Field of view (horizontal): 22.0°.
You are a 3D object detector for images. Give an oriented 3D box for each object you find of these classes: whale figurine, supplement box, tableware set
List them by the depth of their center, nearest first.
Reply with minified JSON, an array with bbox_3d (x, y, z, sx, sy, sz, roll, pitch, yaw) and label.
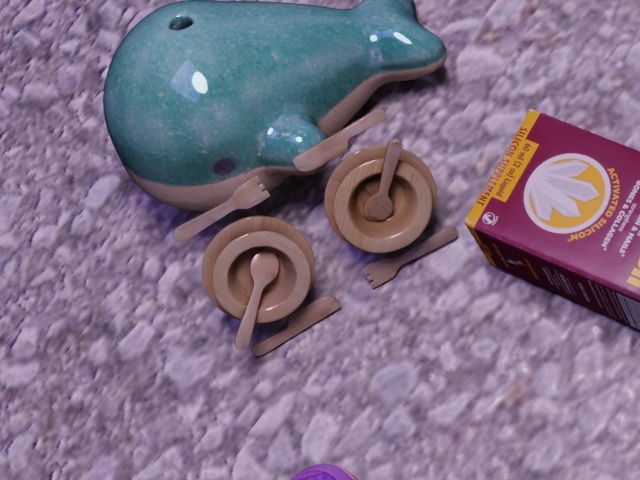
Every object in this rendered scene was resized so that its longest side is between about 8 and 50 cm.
[{"bbox_3d":[0.213,-0.006,1.182,0.188,0.081,0.104,25,77,29],"label":"supplement box"},{"bbox_3d":[0.000,0.000,1.238,0.194,0.128,0.039,-31,22,6],"label":"tableware set"},{"bbox_3d":[-0.043,-0.139,1.303,0.272,0.141,0.216,-23,42,-1],"label":"whale figurine"}]

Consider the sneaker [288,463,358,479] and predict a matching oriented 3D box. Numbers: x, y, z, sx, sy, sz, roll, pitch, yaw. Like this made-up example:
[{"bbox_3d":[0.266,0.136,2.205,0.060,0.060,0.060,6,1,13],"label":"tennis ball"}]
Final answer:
[{"bbox_3d":[-0.058,0.251,1.160,0.236,0.104,0.095,-48,58,-5],"label":"sneaker"}]
